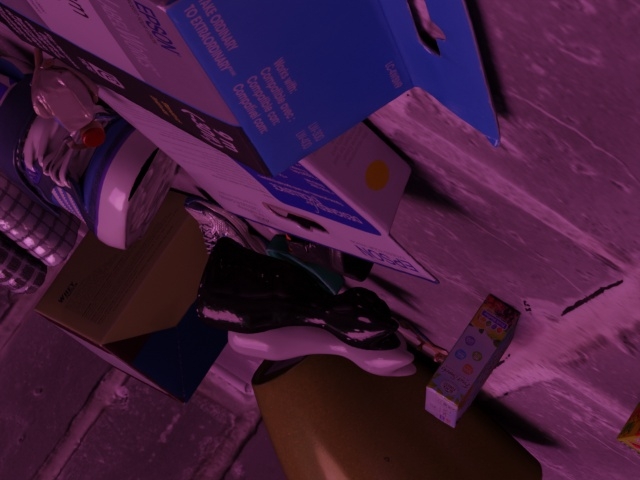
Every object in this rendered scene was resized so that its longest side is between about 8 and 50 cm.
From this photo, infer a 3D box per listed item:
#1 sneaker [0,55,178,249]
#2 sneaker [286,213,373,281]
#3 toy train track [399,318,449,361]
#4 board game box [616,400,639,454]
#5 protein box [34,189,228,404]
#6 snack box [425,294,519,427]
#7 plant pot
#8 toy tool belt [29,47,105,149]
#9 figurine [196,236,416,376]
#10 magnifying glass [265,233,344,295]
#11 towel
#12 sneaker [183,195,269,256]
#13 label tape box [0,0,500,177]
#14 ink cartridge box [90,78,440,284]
[{"bbox_3d":[-0.266,-0.099,1.832,0.236,0.130,0.323,30,176,-1],"label":"sneaker"},{"bbox_3d":[0.001,-0.002,1.682,0.089,0.051,0.170,26,172,15],"label":"sneaker"},{"bbox_3d":[0.109,0.111,1.990,0.048,0.014,0.083,22,164,48],"label":"toy train track"},{"bbox_3d":[0.350,0.201,1.571,0.181,0.043,0.092,34,171,1],"label":"board game box"},{"bbox_3d":[-0.192,0.055,2.135,0.136,0.200,0.201,40,169,-30],"label":"protein box"},{"bbox_3d":[0.135,0.111,1.657,0.037,0.100,0.141,32,170,10],"label":"snack box"},{"bbox_3d":[0.060,0.235,2.130,0.293,0.275,0.275,51,166,-12],"label":"plant pot"},{"bbox_3d":[-0.200,-0.115,1.454,0.083,0.052,0.051,51,-167,-50],"label":"toy tool belt"},{"bbox_3d":[-0.002,0.087,1.929,0.209,0.092,0.215,15,167,15],"label":"figurine"},{"bbox_3d":[-0.019,0.016,1.913,0.092,0.026,0.231,32,169,7],"label":"magnifying glass"},{"bbox_3d":[-0.395,-0.084,2.065,0.235,0.121,0.283,38,-164,-25],"label":"towel"},{"bbox_3d":[-0.104,0.002,2.019,0.135,0.058,0.052,40,168,-29],"label":"sneaker"},{"bbox_3d":[-0.077,-0.146,1.071,0.348,0.115,0.249,32,170,20],"label":"label tape box"},{"bbox_3d":[-0.074,-0.100,1.425,0.307,0.072,0.304,38,168,-37],"label":"ink cartridge box"}]
